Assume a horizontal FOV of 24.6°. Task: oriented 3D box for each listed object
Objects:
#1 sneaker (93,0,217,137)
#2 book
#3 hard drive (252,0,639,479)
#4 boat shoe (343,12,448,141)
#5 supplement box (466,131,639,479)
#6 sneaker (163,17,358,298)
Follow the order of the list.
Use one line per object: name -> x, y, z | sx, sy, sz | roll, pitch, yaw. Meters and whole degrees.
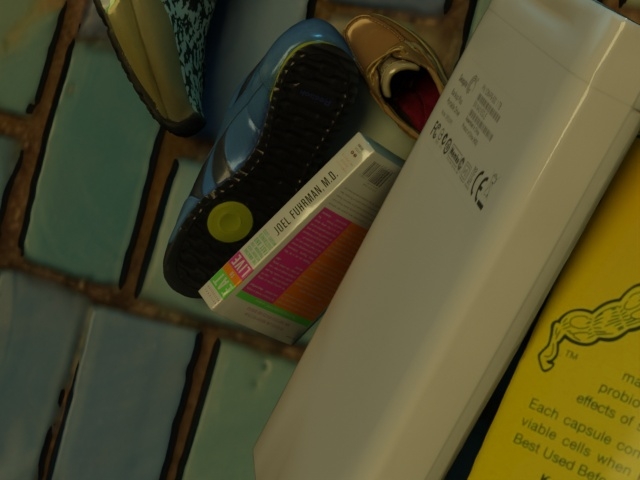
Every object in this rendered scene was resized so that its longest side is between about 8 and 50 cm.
sneaker -> -0.068, -0.278, 1.029 | 0.182, 0.158, 0.410 | -1, 82, 9
book -> 0.000, 0.000, 0.941 | 0.144, 0.096, 0.035 | -44, 62, 11
hard drive -> 0.063, 0.024, 0.814 | 0.047, 0.233, 0.353 | 25, 104, -12
boat shoe -> 0.057, -0.106, 0.966 | 0.050, 0.045, 0.135 | -46, 62, 11
supplement box -> 0.214, 0.106, 0.750 | 0.195, 0.194, 0.356 | 24, 89, 30
sneaker -> -0.044, -0.056, 1.006 | 0.209, 0.069, 0.082 | -59, 24, 15
